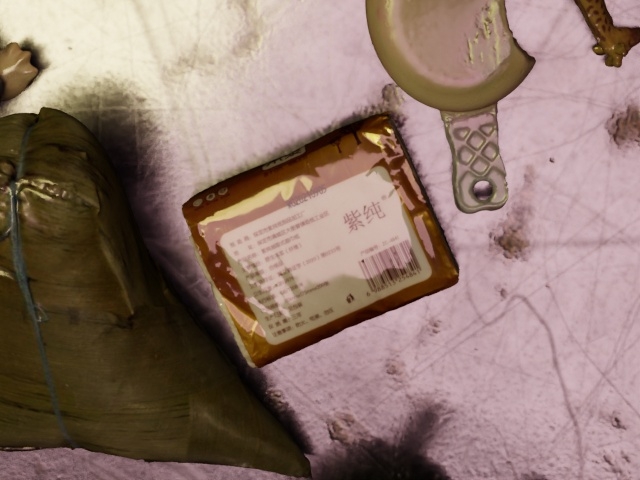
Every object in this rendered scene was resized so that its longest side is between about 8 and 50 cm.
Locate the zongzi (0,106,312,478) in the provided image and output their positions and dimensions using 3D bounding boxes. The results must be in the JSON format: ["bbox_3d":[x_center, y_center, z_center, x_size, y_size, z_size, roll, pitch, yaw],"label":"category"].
[{"bbox_3d":[-0.169,0.061,1.830,0.393,0.174,0.356,11,126,-3],"label":"zongzi"}]

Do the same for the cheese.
[{"bbox_3d":[0.136,-0.166,1.856,0.163,0.082,0.286,-12,102,6],"label":"cheese"}]

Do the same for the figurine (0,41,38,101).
[{"bbox_3d":[-0.518,-0.075,1.855,0.377,0.361,0.266,-28,96,41],"label":"figurine"}]

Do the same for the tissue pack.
[{"bbox_3d":[0.000,0.000,1.885,0.226,0.092,0.183,-23,98,8],"label":"tissue pack"}]

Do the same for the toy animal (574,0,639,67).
[{"bbox_3d":[0.238,-0.295,1.824,0.149,0.054,0.275,-9,98,-30],"label":"toy animal"}]
